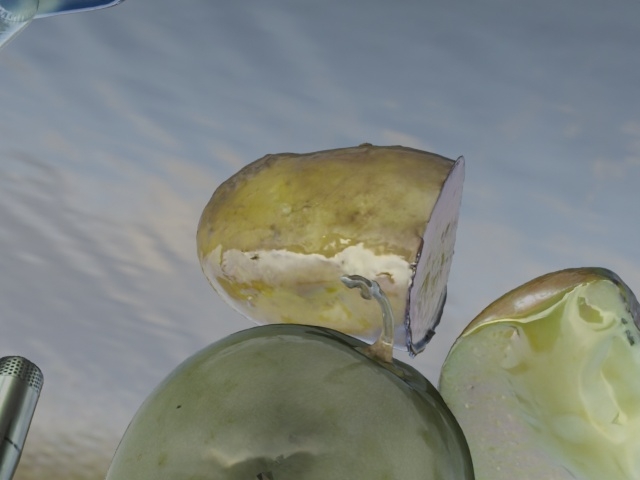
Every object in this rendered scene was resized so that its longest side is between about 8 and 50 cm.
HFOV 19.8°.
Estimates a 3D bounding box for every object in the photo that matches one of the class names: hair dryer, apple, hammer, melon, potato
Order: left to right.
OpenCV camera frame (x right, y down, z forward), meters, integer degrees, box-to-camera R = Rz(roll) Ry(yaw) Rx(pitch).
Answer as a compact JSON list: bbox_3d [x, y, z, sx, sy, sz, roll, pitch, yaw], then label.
[{"bbox_3d":[-0.373,0.320,1.928,0.156,0.320,0.284,15,125,-3],"label":"hair dryer"},{"bbox_3d":[-0.267,-0.230,1.780,0.194,0.069,0.116,-16,171,-40],"label":"hammer"},{"bbox_3d":[-0.029,0.196,1.272,0.272,0.308,0.272,52,177,3],"label":"melon"},{"bbox_3d":[0.000,0.000,1.853,0.266,0.229,0.229,10,167,16],"label":"potato"},{"bbox_3d":[0.196,0.127,1.501,0.193,0.120,0.265,-15,121,21],"label":"apple"}]
